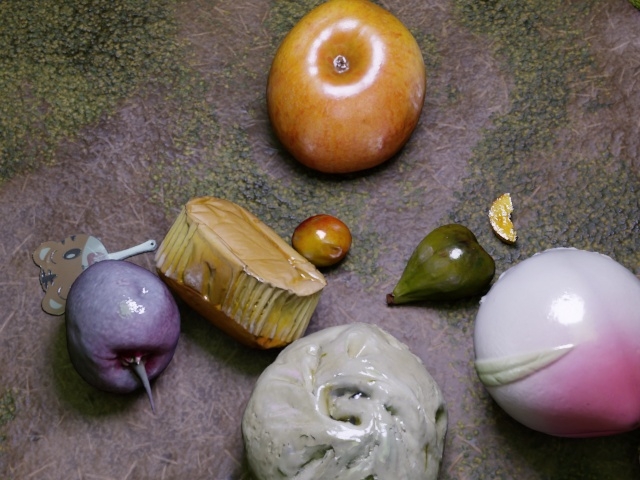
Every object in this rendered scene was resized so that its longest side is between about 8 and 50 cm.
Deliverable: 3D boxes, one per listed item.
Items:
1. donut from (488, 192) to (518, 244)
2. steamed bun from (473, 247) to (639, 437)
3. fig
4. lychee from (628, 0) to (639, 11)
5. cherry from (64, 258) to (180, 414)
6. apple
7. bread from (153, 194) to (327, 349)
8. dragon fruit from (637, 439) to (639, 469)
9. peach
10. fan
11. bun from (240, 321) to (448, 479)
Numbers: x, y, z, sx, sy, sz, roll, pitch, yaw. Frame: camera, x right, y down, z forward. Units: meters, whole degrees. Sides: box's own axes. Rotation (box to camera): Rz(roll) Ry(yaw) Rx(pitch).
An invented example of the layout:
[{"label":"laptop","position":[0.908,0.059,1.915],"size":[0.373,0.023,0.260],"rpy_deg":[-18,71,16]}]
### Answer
[{"label":"donut","position":[0.332,-0.033,1.898],"size":[0.067,0.038,0.083],"rpy_deg":[-35,72,-16]},{"label":"steamed bun","position":[0.398,0.182,1.632],"size":[0.309,0.309,0.310],"rpy_deg":[-1,64,3]},{"label":"fig","position":[0.202,0.053,1.816],"size":[0.184,0.126,0.133],"rpy_deg":[-29,79,-15]},{"label":"lychee","position":[0.645,-0.512,2.071],"size":[0.114,0.114,0.147],"rpy_deg":[-4,82,1]},{"label":"cherry","position":[-0.329,0.141,1.760],"size":[0.183,0.213,0.266],"rpy_deg":[-2,41,-47]},{"label":"apple","position":[0.044,-0.279,1.907],"size":[0.298,0.275,0.299],"rpy_deg":[0,70,1]},{"label":"bread","position":[-0.137,0.063,1.785],"size":[0.288,0.204,0.156],"rpy_deg":[35,113,16]},{"label":"dragon fruit","position":[0.553,0.312,1.646],"size":[0.148,0.223,0.219],"rpy_deg":[-22,69,28]},{"label":"peach","position":[0.000,-0.002,1.865],"size":[0.100,0.101,0.101],"rpy_deg":[-1,64,3]},{"label":"fan","position":[-0.402,0.042,1.917],"size":[0.226,0.008,0.153],"rpy_deg":[-18,64,-4]},{"label":"bun","position":[0.034,0.287,1.655],"size":[0.325,0.235,0.362],"rpy_deg":[-2,57,8]}]
